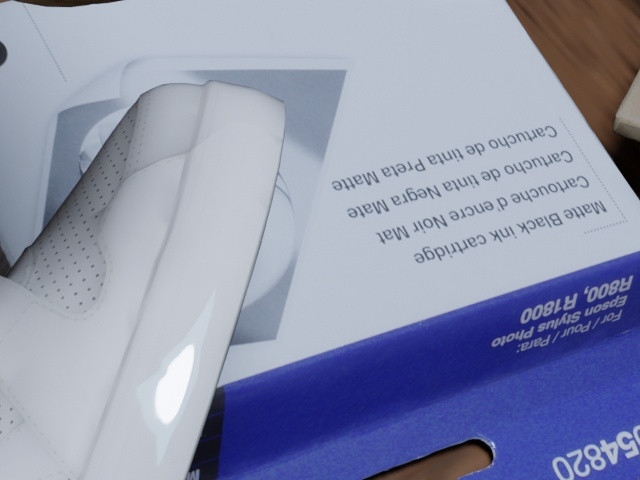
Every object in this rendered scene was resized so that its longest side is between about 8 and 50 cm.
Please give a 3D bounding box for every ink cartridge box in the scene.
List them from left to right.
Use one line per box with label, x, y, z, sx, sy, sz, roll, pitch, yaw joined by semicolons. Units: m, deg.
ink cartridge box;0.000;0.000;0.619;0.223;0.045;0.224;-17;64;-28

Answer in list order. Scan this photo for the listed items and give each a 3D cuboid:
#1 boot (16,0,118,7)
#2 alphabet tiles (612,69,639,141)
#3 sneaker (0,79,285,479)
boot;-0.122;-0.087;0.497;0.089;0.269;0.236;-15;65;-29
alphabet tiles;0.278;-0.060;0.709;0.285;0.011;0.342;20;42;14
sneaker;-0.125;0.063;0.465;0.169;0.108;0.292;22;70;-2
